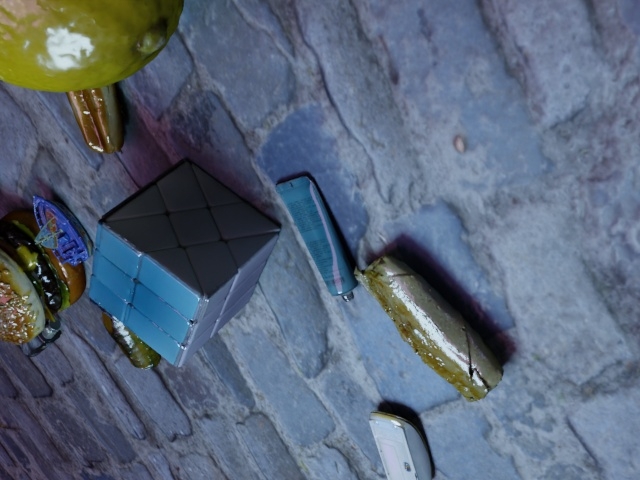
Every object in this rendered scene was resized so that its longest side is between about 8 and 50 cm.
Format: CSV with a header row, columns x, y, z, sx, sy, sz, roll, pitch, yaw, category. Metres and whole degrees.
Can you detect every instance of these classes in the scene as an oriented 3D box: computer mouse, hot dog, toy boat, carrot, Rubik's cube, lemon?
x,y,z,sx,sy,sz,roll,pitch,yaw,category
0.149,0.389,1.495,0.102,0.045,0.199,4,124,36,computer mouse
-0.396,-0.265,1.388,0.109,0.072,0.269,13,128,34,hot dog
-0.563,-0.017,1.693,0.091,0.110,0.175,-22,103,28,toy boat
-0.424,0.210,1.790,0.082,0.082,0.173,0,122,39,carrot
-0.240,0.040,1.394,0.231,0.221,0.224,36,138,10,Rubik's cube
-0.343,-0.354,1.073,0.364,0.364,0.364,22,134,24,lemon

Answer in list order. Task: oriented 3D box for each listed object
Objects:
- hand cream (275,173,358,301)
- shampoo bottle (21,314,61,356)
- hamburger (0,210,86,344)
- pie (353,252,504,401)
x,y,z,sx,sy,sz,roll,pitch,yaw,category
0.000,0.000,1.309,0.083,0.048,0.224,-13,107,44,hand cream
-0.722,0.245,2.081,0.063,0.057,0.208,55,137,0,shampoo bottle
-0.686,0.084,1.795,0.291,0.225,0.291,24,134,27,hamburger
0.167,0.129,1.249,0.282,0.068,0.128,45,150,0,pie
